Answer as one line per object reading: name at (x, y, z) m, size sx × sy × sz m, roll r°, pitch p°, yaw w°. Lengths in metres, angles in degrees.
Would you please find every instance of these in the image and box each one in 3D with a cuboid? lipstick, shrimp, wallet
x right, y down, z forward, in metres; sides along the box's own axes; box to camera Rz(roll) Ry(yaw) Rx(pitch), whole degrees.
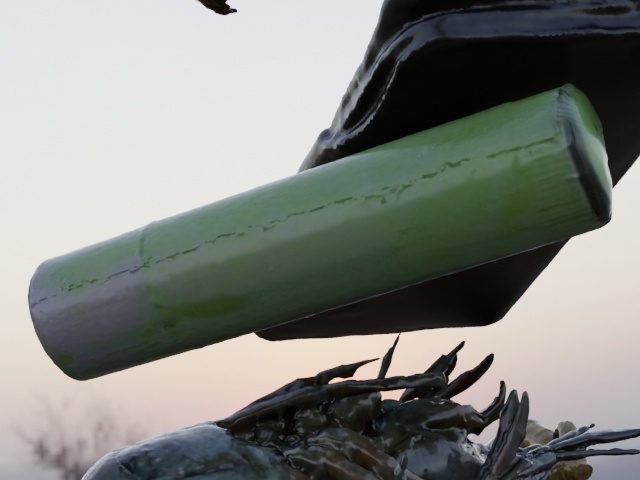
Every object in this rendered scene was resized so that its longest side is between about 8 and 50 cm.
lipstick at (0.000, 0.000, 0.884) m, size 0.304 × 0.076 × 0.076 m, roll -18°, pitch -13°, yaw 20°
shrimp at (0.036, 0.140, 0.982) m, size 0.372 × 0.137 × 0.172 m, roll -18°, pitch 20°, yaw -17°
wallet at (0.076, -0.029, 0.999) m, size 0.197 × 0.051 × 0.377 m, roll -2°, pitch -27°, yaw -17°

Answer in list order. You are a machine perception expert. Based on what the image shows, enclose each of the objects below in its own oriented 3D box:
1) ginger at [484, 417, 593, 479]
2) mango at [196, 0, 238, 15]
ginger at (0.160, 0.229, 1.343) m, size 0.052 × 0.193 × 0.176 m, roll 3°, pitch -49°, yaw -36°
mango at (-0.023, -0.131, 0.519) m, size 0.063 × 0.127 × 0.077 m, roll -7°, pitch -26°, yaw 44°
